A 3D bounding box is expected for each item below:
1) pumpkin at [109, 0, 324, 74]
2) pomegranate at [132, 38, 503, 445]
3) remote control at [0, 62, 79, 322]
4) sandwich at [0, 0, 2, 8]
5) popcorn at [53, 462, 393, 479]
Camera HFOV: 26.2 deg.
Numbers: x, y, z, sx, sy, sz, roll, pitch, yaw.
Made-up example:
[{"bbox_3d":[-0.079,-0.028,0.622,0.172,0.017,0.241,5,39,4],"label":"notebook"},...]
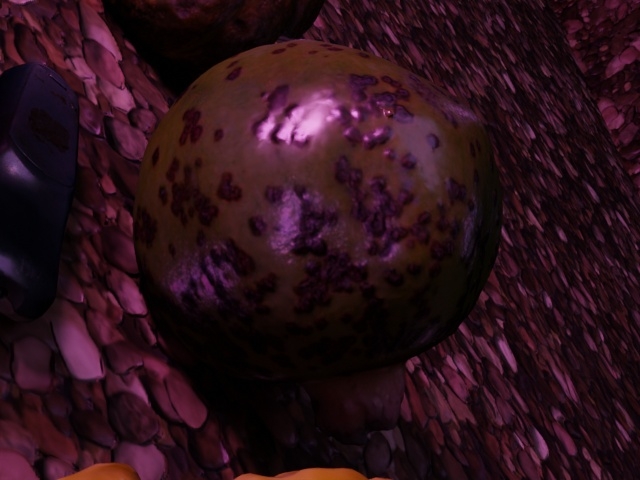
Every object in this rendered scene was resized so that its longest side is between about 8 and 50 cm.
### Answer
[{"bbox_3d":[-0.092,-0.272,1.162,0.260,0.189,0.260,44,24,-25],"label":"pumpkin"},{"bbox_3d":[0.000,0.000,0.922,0.254,0.254,0.271,-18,100,-68],"label":"pomegranate"},{"bbox_3d":[-0.181,-0.037,0.830,0.072,0.042,0.222,41,25,-30],"label":"remote control"},{"bbox_3d":[-0.228,-0.214,0.723,0.087,0.251,0.226,-8,63,-27],"label":"sandwich"},{"bbox_3d":[-0.026,0.218,0.558,0.235,0.241,0.250,-36,131,-41],"label":"popcorn"}]
